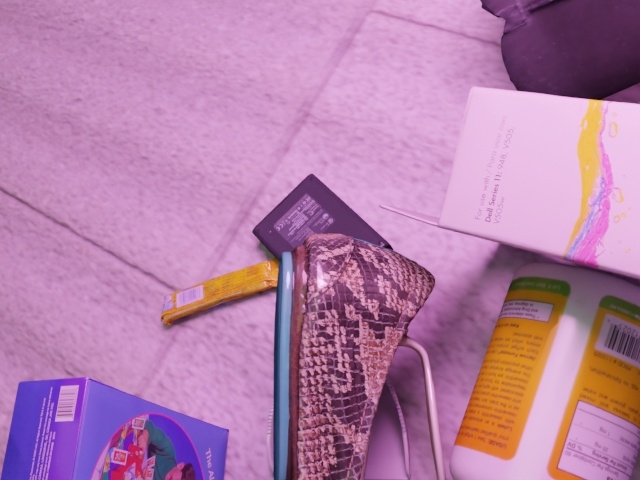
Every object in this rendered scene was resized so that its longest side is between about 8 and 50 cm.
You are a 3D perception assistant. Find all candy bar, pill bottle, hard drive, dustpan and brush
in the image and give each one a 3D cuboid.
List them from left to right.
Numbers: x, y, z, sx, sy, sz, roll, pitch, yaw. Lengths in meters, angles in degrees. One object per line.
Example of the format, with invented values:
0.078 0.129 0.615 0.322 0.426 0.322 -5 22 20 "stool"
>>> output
-0.110 0.056 0.986 0.162 0.018 0.040 -20 51 19 "candy bar"
0.000 0.000 0.947 0.094 0.022 0.135 -44 55 -2 "hard drive"
0.014 0.125 0.864 0.147 0.060 0.211 -7 66 25 "dustpan and brush"
0.185 0.153 0.717 0.136 0.136 0.245 15 76 32 "pill bottle"

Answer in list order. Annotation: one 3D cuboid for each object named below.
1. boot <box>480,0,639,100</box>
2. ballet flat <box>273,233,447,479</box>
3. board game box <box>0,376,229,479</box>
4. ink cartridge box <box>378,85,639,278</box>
0.376 -0.190 0.748 0.445 0.146 0.366 -18 91 30 "boot"
0.016 0.238 0.750 0.182 0.164 0.482 11 85 -5 "ballet flat"
-0.187 0.318 0.781 0.078 0.233 0.347 -7 65 25 "board game box"
0.239 -0.033 0.678 0.353 0.207 0.119 17 95 47 "ink cartridge box"
